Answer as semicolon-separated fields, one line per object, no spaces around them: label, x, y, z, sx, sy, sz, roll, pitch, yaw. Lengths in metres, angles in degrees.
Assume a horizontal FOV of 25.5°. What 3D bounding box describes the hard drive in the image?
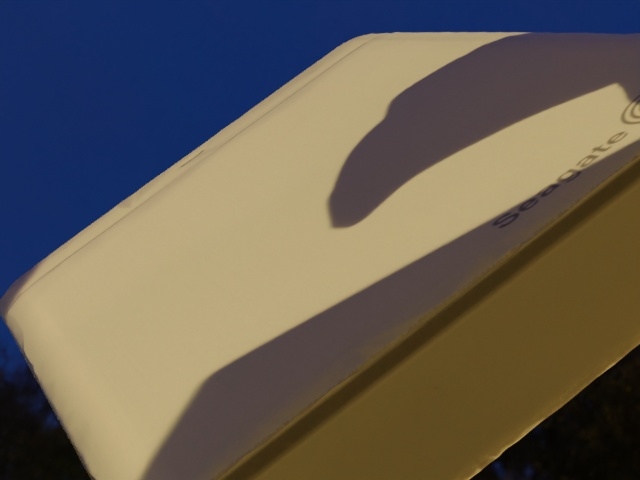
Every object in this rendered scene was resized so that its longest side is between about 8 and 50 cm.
hard drive;0.000;0.000;0.533;0.047;0.233;0.353;57;-11;-18
